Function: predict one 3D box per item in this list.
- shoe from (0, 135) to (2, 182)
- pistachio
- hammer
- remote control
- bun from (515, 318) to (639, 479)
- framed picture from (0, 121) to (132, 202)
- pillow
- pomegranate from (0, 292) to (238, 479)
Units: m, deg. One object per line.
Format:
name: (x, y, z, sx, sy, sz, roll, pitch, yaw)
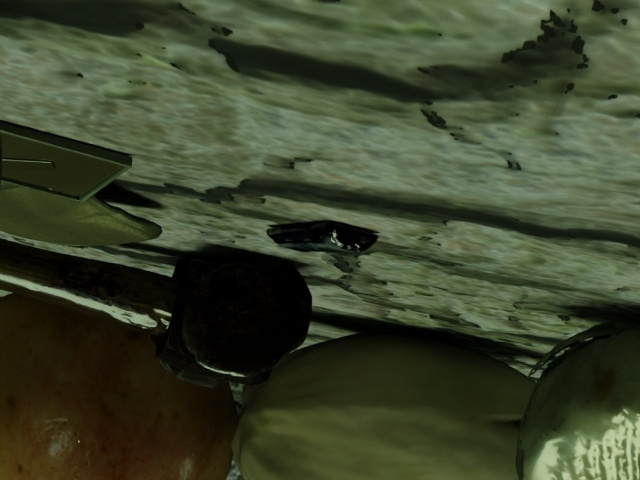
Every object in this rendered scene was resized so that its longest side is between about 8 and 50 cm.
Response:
shoe: (-0.283, -0.052, 0.685, 0.316, 0.124, 0.159, 24, 155, -38)
pistachio: (0.074, 0.192, 1.807, 0.332, 0.207, 0.226, -6, 147, 15)
hammer: (-0.221, 0.020, 1.455, 0.409, 0.095, 0.242, 17, 172, -8)
remote control: (0.000, 0.000, 1.176, 0.039, 0.014, 0.096, 14, 173, -26)
bun: (0.257, 0.148, 1.353, 0.239, 0.141, 0.239, 14, 134, 15)
framed picture: (-0.156, -0.043, 1.021, 0.089, 0.006, 0.066, 14, 156, -28)
pillow: (-0.182, -0.027, 1.141, 0.130, 0.033, 0.217, 3, 168, 19)
pomegranate: (-0.247, 0.205, 1.920, 0.338, 0.338, 0.338, 10, 173, 1)
